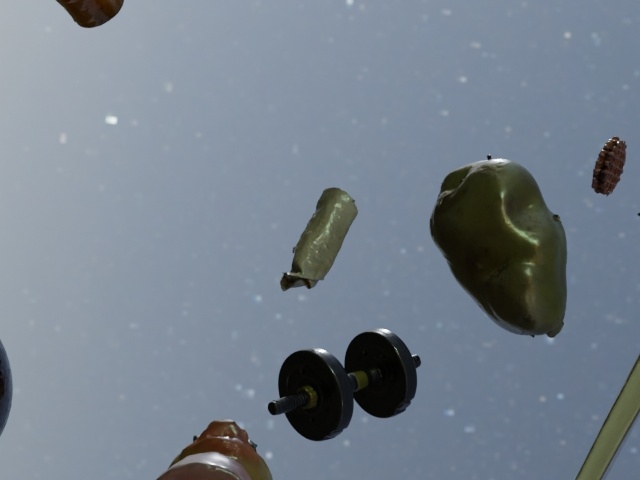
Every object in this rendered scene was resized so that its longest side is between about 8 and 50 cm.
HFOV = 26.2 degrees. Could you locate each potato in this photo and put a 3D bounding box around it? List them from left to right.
[{"bbox_3d":[0.311,0.017,2.336,0.218,0.202,0.351,-58,-133,50],"label":"potato"}]

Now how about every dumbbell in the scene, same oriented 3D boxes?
[{"bbox_3d":[0.043,0.221,2.127,0.143,0.325,0.143,12,-72,44],"label":"dumbbell"}]

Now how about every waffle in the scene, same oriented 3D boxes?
[{"bbox_3d":[0.398,-0.102,1.891,0.083,0.029,0.075,-45,144,-41],"label":"waffle"}]

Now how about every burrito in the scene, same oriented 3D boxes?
[{"bbox_3d":[0.000,0.000,2.250,0.087,0.060,0.226,-13,-142,42],"label":"burrito"}]

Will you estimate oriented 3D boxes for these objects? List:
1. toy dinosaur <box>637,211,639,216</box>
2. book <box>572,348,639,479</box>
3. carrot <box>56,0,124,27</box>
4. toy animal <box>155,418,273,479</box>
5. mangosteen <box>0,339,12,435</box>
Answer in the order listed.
[{"bbox_3d":[0.478,-0.016,1.726,0.045,0.197,0.080,-23,-114,61],"label":"toy dinosaur"},{"bbox_3d":[0.300,0.188,1.393,0.389,0.032,0.269,-62,167,0],"label":"book"},{"bbox_3d":[-0.277,-0.301,1.406,0.087,0.193,0.087,-15,-122,24],"label":"carrot"},{"bbox_3d":[-0.131,0.326,1.706,0.281,0.195,0.169,-73,171,-76],"label":"toy animal"},{"bbox_3d":[-0.525,0.197,1.683,0.297,0.297,0.293,-175,-105,-72],"label":"mangosteen"}]
